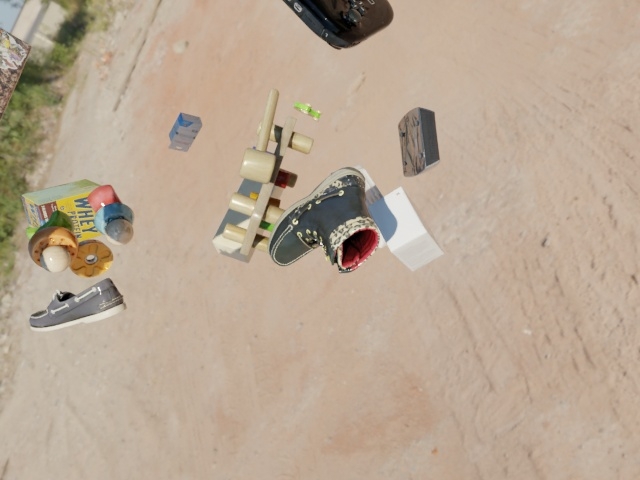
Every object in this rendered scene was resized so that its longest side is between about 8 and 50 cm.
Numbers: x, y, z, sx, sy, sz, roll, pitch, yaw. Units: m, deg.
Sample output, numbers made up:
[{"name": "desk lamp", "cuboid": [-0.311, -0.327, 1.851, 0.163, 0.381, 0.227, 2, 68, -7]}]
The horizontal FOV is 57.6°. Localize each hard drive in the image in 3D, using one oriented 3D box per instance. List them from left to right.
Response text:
[{"name": "hard drive", "cuboid": [0.263, -0.260, 1.566, 0.255, 0.054, 0.172, -162, 65, -86]}]

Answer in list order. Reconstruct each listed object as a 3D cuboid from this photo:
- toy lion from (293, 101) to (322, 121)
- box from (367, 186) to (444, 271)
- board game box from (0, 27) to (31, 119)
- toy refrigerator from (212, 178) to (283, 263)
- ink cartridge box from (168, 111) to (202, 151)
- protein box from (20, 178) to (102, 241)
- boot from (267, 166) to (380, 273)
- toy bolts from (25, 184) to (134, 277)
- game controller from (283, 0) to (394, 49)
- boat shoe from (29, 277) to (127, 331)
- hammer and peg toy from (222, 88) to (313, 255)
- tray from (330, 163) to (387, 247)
[{"name": "toy lion", "cuboid": [-0.049, -0.406, 1.807, 0.096, 0.100, 0.034, 28, 96, 31]}, {"name": "box", "cuboid": [0.198, -0.022, 1.334, 0.091, 0.170, 0.130, -31, 61, 13]}, {"name": "board game box", "cuboid": [-0.486, -0.107, 0.672, 0.232, 0.141, 0.291, -32, 45, 34]}, {"name": "toy refrigerator", "cuboid": [-0.208, -0.077, 1.715, 0.094, 0.102, 0.269, 82, -152, -64]}, {"name": "ink cartridge box", "cuboid": [-0.297, -0.234, 1.267, 0.083, 0.048, 0.028, -49, 49, 34]}, {"name": "protein box", "cuboid": [-0.744, -0.083, 1.725, 0.201, 0.200, 0.136, 18, 121, 49]}, {"name": "boot", "cuboid": [-0.001, -0.001, 1.008, 0.236, 0.085, 0.178, -43, 33, 21]}, {"name": "toy bolts", "cuboid": [-0.508, 0.012, 1.314, 0.228, 0.218, 0.158, -36, 44, -4]}, {"name": "game controller", "cuboid": [-0.037, -0.391, 0.781, 0.166, 0.319, 0.067, -45, 2, -37]}, {"name": "boat shoe", "cuboid": [-0.417, 0.107, 0.984, 0.206, 0.075, 0.065, -13, 100, 25]}, {"name": "hammer and peg toy", "cuboid": [-0.104, -0.137, 1.254, 0.361, 0.127, 0.266, 124, 164, -66]}, {"name": "tray", "cuboid": [0.153, -0.113, 1.744, 0.270, 0.145, 0.030, 57, 135, 9]}]
